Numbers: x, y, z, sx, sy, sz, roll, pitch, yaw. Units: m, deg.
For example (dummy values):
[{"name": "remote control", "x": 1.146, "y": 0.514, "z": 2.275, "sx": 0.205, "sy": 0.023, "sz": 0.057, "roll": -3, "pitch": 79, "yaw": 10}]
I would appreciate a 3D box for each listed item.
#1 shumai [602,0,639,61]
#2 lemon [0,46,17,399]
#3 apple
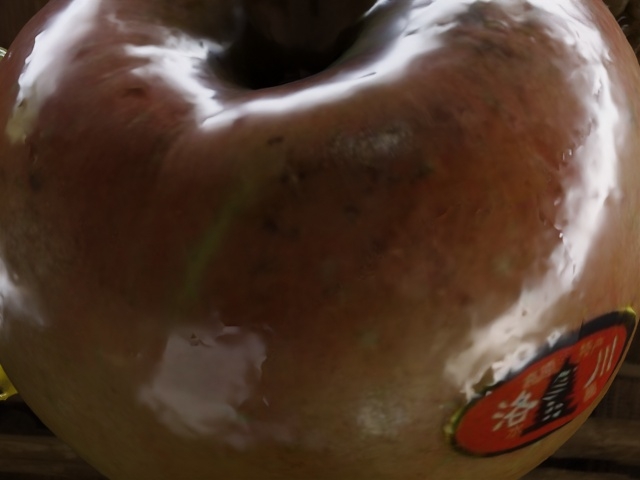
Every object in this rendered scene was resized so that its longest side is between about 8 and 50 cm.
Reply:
[{"name": "shumai", "x": 0.146, "y": -0.266, "z": 0.743, "sx": 0.217, "sy": 0.346, "sz": 0.283, "roll": 4, "pitch": -125, "yaw": 10}, {"name": "lemon", "x": -0.296, "y": -0.003, "z": 0.772, "sx": 0.245, "sy": 0.245, "sz": 0.319, "roll": 10, "pitch": -98, "yaw": 6}, {"name": "apple", "x": 0.000, "y": 0.000, "z": 0.511, "sx": 0.339, "sy": 0.305, "sz": 0.338, "roll": -5, "pitch": -134, "yaw": 5}]
